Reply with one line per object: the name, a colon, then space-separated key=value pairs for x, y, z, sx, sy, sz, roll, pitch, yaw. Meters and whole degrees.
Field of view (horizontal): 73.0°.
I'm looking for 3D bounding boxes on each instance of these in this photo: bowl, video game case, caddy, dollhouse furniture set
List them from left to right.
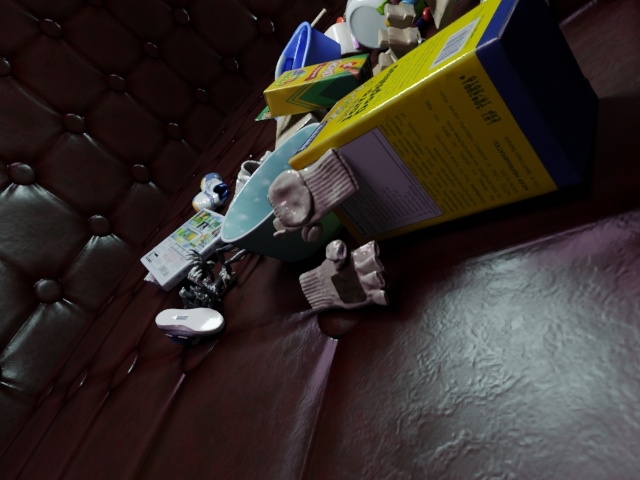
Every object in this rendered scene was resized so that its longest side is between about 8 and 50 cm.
video game case: x=-0.448 y=0.016 z=1.465 sx=0.300 sy=0.036 sz=0.329 roll=-43 pitch=30 yaw=-17
bowl: x=-0.050 y=-0.076 z=0.916 sx=0.311 sy=0.163 sz=0.311 roll=-38 pitch=27 yaw=23
caddy: x=-0.069 y=-0.570 z=1.503 sx=0.241 sy=0.179 sz=0.341 roll=23 pitch=100 yaw=65
dollhouse furniture set: x=0.297 y=-0.601 z=0.954 sx=0.362 sy=0.257 sz=0.394 roll=105 pitch=172 yaw=-48

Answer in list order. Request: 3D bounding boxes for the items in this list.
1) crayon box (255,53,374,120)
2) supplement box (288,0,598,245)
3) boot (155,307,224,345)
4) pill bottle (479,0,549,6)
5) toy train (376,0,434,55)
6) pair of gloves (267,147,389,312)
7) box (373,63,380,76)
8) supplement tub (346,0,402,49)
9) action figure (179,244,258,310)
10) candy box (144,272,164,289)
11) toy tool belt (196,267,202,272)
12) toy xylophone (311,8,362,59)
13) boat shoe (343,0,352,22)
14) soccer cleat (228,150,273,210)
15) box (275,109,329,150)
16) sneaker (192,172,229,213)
crayon box: x=-0.022 y=-0.431 z=1.217 sx=0.319 sy=0.081 sz=0.202 roll=-6 pitch=34 yaw=19
supplement box: x=0.159 y=-0.156 z=0.625 sx=0.357 sy=0.194 sz=0.195 roll=-18 pitch=31 yaw=48
boot: x=-0.303 y=0.214 z=1.050 sx=0.190 sy=0.086 sz=0.069 roll=2 pitch=41 yaw=25
pill bottle: x=0.371 y=-0.474 z=0.832 sx=0.119 sy=0.119 sz=0.208 roll=-23 pitch=35 yaw=44
toy train: x=0.211 y=-0.632 z=1.260 sx=0.248 sy=0.143 sz=0.105 roll=-49 pitch=23 yaw=-17
pair of gloves: x=0.000 y=0.000 z=0.663 sx=0.042 sy=0.240 sz=0.204 roll=-25 pitch=5 yaw=-40
box: x=0.157 y=-0.449 z=1.264 sx=0.164 sy=0.021 sz=0.201 roll=-48 pitch=26 yaw=4
supplement tub: x=0.222 y=-0.791 z=1.432 sx=0.191 sy=0.191 sz=0.272 roll=-5 pitch=51 yaw=57
action figure: x=-0.284 y=0.086 z=1.105 sx=0.275 sy=0.141 sz=0.164 roll=-49 pitch=36 yaw=-3
candy box: x=-0.562 y=0.090 z=1.629 sx=0.165 sy=0.070 sz=0.196 roll=-3 pitch=51 yaw=56
toy tool belt: x=-0.395 y=0.074 z=1.418 sx=0.051 sy=0.052 sz=0.083 roll=-17 pitch=32 yaw=4
toy xylophone: x=0.022 y=-0.720 z=1.644 sx=0.081 sy=0.236 sz=0.323 roll=-12 pitch=3 yaw=-33
boat shoe: x=0.132 y=-0.831 z=1.643 sx=0.302 sy=0.113 sz=0.103 roll=53 pitch=-126 yaw=-82
soccer cleat: x=-0.210 y=-0.174 z=1.337 sx=0.331 sy=0.143 sz=0.116 roll=-24 pitch=35 yaw=44
box: x=-0.044 y=-0.325 z=1.301 sx=0.148 sy=0.121 sz=0.311 roll=-41 pitch=27 yaw=18
sneaker: x=-0.436 y=-0.206 z=1.832 sx=0.131 sy=0.112 sz=0.296 roll=-22 pitch=34 yaw=14
